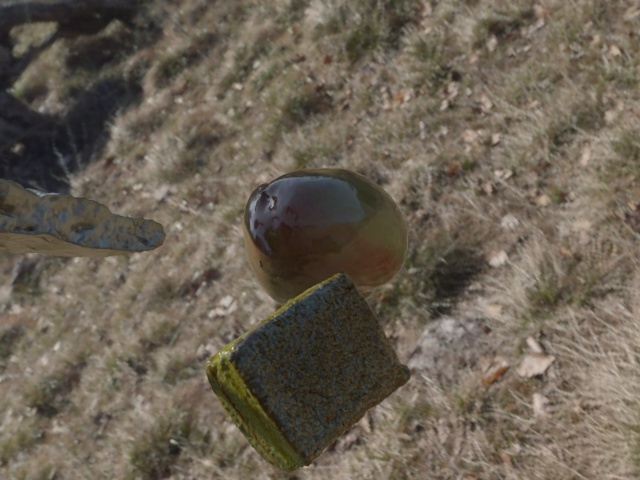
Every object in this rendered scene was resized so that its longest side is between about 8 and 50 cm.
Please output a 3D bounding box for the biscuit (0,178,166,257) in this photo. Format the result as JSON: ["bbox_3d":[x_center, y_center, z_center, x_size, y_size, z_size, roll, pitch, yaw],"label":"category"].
[{"bbox_3d":[-0.249,-0.017,0.673,0.266,0.188,0.040,6,80,5],"label":"biscuit"}]

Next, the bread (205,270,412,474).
[{"bbox_3d":[-0.017,0.171,1.189,0.234,0.184,0.110,-31,-6,-41],"label":"bread"}]

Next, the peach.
[{"bbox_3d":[0.001,-0.001,1.593,0.292,0.292,0.247,-14,58,33],"label":"peach"}]
